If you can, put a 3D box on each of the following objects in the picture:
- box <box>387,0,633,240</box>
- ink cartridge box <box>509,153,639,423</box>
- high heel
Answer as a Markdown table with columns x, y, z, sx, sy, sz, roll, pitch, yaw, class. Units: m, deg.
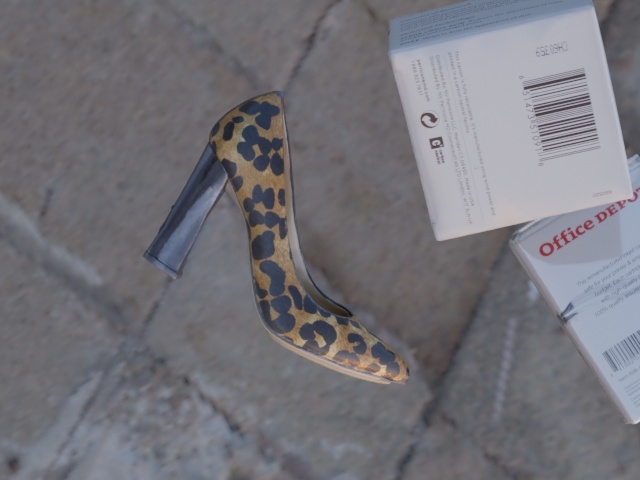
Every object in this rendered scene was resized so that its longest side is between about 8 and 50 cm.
| x | y | z | sx | sy | sz | roll | pitch | yaw | class |
| --- | --- | --- | --- | --- | --- | --- | --- | --- | --- |
| 0.165 | -0.117 | 1.695 | 0.119 | 0.182 | 0.181 | -83 | 159 | -70 | box |
| 0.306 | 0.048 | 1.889 | 0.218 | 0.158 | 0.092 | 58 | 2 | 8 | ink cartridge box |
| 0.000 | 0.000 | 1.686 | 0.261 | 0.093 | 0.186 | 31 | 92 | -6 | high heel |
